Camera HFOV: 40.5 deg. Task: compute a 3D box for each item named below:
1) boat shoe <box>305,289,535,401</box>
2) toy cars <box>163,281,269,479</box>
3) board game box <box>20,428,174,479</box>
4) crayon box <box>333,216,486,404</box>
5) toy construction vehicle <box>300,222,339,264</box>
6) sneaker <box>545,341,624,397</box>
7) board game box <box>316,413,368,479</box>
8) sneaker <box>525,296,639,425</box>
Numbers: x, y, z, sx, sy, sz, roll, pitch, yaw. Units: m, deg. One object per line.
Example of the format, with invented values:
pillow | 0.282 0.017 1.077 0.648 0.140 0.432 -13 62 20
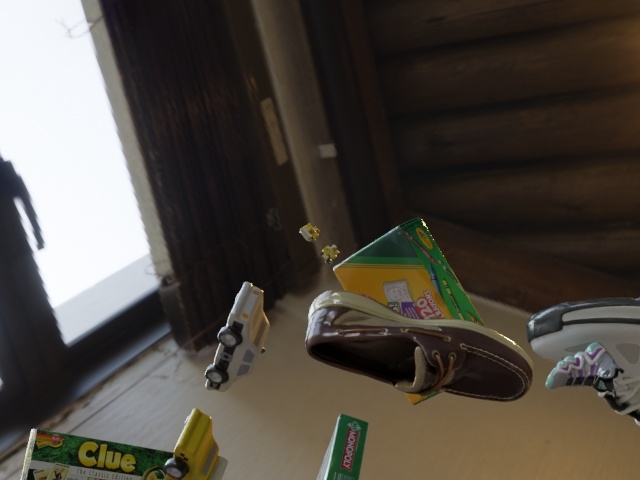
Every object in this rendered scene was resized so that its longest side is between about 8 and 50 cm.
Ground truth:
boat shoe | 0.141 0.176 1.241 0.342 0.123 0.123 20 -59 -3
toy cars | -0.154 0.258 1.354 0.087 0.176 0.393 22 -91 -1
board game box | -0.356 0.396 1.416 0.030 0.260 0.136 -24 -125 50
crayon box | 0.164 0.121 1.487 0.165 0.081 0.278 -34 -96 36
toy construction vehicle | 0.000 0.000 1.629 0.035 0.098 0.086 -39 -102 4
sneaker | 0.326 0.168 1.047 0.069 0.098 0.038 47 -28 34
board game box | -0.005 0.410 1.126 0.046 0.317 0.213 17 -57 1
sneaker | 0.480 0.236 1.157 0.448 0.257 0.169 14 -23 -14
